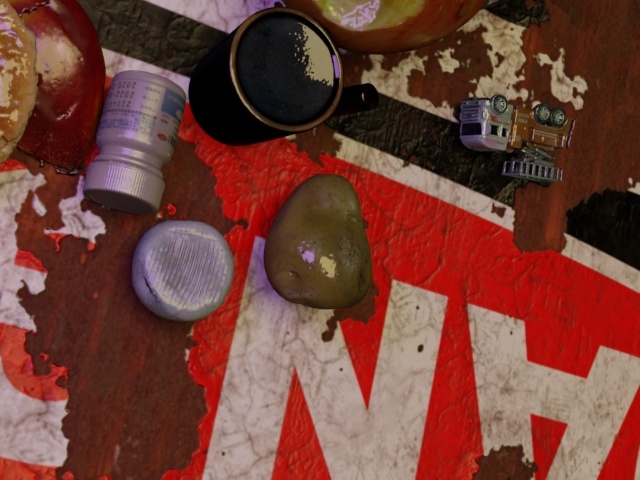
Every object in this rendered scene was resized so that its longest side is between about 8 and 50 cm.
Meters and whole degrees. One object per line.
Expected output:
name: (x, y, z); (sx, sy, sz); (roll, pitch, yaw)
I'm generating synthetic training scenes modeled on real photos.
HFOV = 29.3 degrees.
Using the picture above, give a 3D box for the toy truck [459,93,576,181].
toy truck: (0.299, -0.160, 1.907); (0.178, 0.080, 0.115); (9, 89, -28)

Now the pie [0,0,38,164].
pie: (-0.504, -0.201, 1.456); (0.339, 0.083, 0.339); (2, 84, -19)

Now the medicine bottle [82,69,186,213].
medicine bottle: (-0.241, -0.128, 1.598); (0.105, 0.105, 0.168); (19, 75, -25)

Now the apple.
apple: (0.080, -0.417, 1.672); (0.340, 0.339, 0.339); (4, 82, -28)

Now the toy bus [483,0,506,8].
toy bus: (0.231, -0.493, 1.879); (0.167, 0.138, 0.275); (-22, 95, -30)

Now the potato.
potato: (0.000, 0.000, 1.686); (0.157, 0.157, 0.194); (13, 76, -26)

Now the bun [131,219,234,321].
bun: (-0.184, 0.042, 1.621); (0.141, 0.083, 0.141); (5, 75, -20)

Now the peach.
peach: (-0.357, -0.219, 1.570); (0.189, 0.068, 0.279); (-24, 95, -25)

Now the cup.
cup: (-0.053, -0.191, 1.665); (0.239, 0.177, 0.166); (33, 69, -21)
